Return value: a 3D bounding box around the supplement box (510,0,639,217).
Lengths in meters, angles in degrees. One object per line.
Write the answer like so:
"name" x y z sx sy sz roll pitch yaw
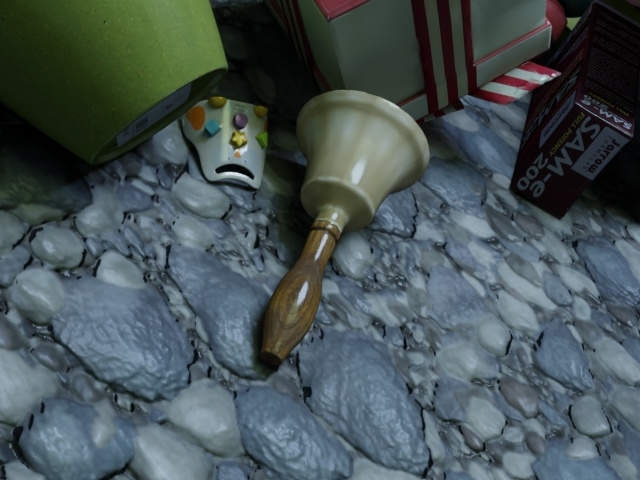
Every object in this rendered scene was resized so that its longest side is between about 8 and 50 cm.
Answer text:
"supplement box" 0.285 -0.150 1.197 0.073 0.130 0.239 29 41 -5

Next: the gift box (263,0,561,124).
"gift box" 0.091 -0.261 1.040 0.276 0.258 0.255 -24 65 -3

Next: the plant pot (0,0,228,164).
"plant pot" -0.214 -0.216 0.866 0.294 0.274 0.275 55 42 -2

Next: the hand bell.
"hand bell" 0.000 0.000 0.909 0.126 0.126 0.242 29 53 -7

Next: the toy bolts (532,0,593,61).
"toy bolts" 0.240 -0.351 1.280 0.228 0.218 0.158 39 80 -4

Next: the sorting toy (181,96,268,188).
"sorting toy" -0.078 -0.083 0.972 0.083 0.045 0.075 8 67 -27

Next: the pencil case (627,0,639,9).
"pencil case" 0.351 -0.449 1.396 0.386 0.160 0.167 36 4 -10

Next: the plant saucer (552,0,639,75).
"plant saucer" 0.356 -0.278 1.426 0.188 0.045 0.188 46 42 12
